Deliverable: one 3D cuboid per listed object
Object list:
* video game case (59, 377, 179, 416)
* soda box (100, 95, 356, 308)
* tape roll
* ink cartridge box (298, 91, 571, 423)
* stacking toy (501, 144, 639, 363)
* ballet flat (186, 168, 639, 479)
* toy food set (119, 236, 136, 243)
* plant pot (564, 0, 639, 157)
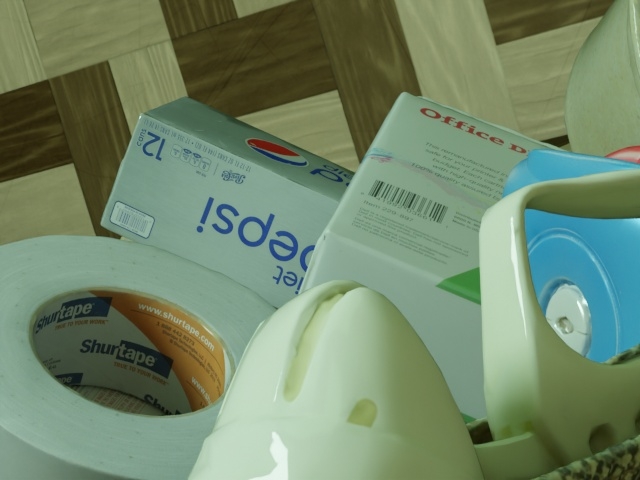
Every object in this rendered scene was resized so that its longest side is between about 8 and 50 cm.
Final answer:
[{"bbox_3d":[-0.180,0.099,1.129,0.210,0.042,0.232,23,30,8],"label":"video game case"},{"bbox_3d":[0.000,0.000,1.359,0.286,0.091,0.098,24,16,9],"label":"soda box"},{"bbox_3d":[-0.111,0.087,1.072,0.219,0.072,0.219,14,31,-9],"label":"tape roll"},{"bbox_3d":[0.085,0.009,1.196,0.154,0.093,0.212,22,33,4],"label":"ink cartridge box"},{"bbox_3d":[0.247,0.032,0.980,0.301,0.166,0.175,-3,8,-26],"label":"stacking toy"},{"bbox_3d":[0.078,0.074,0.725,0.482,0.182,0.164,-20,7,-29],"label":"ballet flat"},{"bbox_3d":[-0.205,0.086,1.371,0.217,0.071,0.128,-22,34,2],"label":"toy food set"},{"bbox_3d":[0.328,-0.117,1.398,0.333,0.334,0.305,-18,-6,-14],"label":"plant pot"}]
